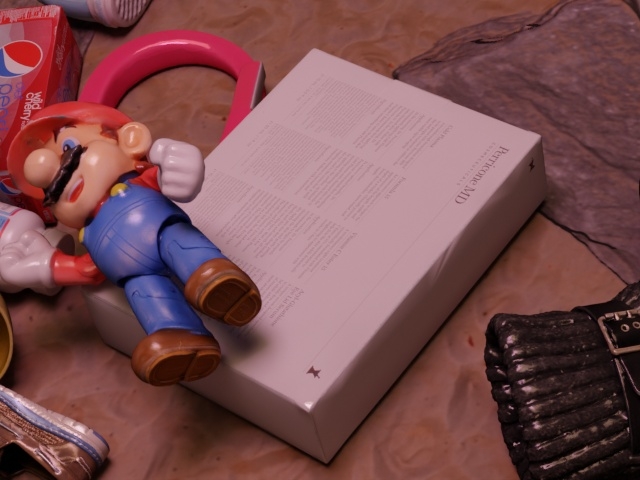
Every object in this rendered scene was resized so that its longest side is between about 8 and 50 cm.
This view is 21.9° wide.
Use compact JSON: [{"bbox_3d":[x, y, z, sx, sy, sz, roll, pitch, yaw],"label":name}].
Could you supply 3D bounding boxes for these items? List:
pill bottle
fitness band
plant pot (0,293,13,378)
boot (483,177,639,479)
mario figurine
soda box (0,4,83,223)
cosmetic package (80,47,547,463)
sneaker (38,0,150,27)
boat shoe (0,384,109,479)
[{"bbox_3d":[-0.335,0.003,1.675,0.160,0.087,0.087,17,54,13],"label":"pill bottle"},{"bbox_3d":[-0.168,-0.121,1.782,0.209,0.054,0.291,0,48,16],"label":"fitness band"},{"bbox_3d":[-0.360,0.077,1.608,0.134,0.134,0.095,-11,22,3],"label":"plant pot"},{"bbox_3d":[0.267,0.060,1.466,0.260,0.131,0.348,-11,48,2],"label":"boot"},{"bbox_3d":[-0.199,-0.016,1.492,0.198,0.170,0.320,-32,51,-12],"label":"mario figurine"},{"bbox_3d":[-0.322,-0.138,1.799,0.083,0.092,0.263,-6,48,8],"label":"soda box"},{"bbox_3d":[0.000,0.000,1.602,0.284,0.097,0.377,24,58,33],"label":"cosmetic package"},{"bbox_3d":[-0.239,-0.413,1.999,0.150,0.135,0.366,12,52,18],"label":"sneaker"},{"bbox_3d":[-0.288,0.181,1.527,0.183,0.066,0.066,16,56,25],"label":"boat shoe"}]
